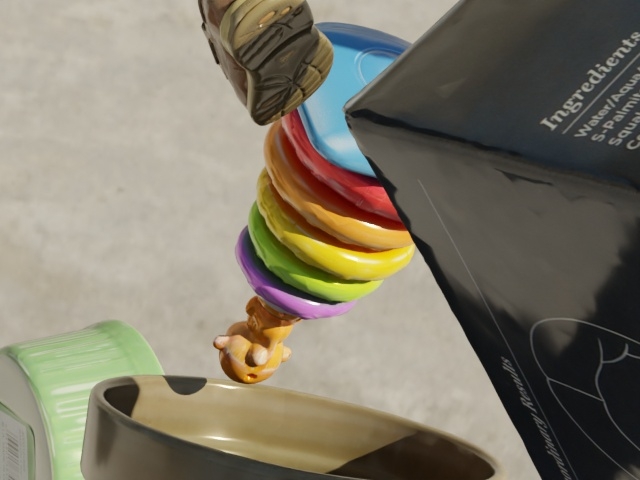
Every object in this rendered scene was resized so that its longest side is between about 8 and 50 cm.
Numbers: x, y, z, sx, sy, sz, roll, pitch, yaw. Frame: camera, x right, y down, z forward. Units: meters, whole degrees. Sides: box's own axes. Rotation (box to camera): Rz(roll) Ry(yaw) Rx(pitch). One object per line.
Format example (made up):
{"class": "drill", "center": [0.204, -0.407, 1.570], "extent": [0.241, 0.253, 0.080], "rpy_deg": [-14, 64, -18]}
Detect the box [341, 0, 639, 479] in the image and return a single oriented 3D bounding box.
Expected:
{"class": "box", "center": [0.252, 0.025, 0.632], "extent": [0.212, 0.293, 0.395], "rpy_deg": [-44, 35, -20]}

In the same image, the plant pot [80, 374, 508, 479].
{"class": "plant pot", "center": [-0.040, 0.274, 1.164], "extent": [0.323, 0.280, 0.323], "rpy_deg": [10, 3, -1]}

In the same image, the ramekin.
{"class": "ramekin", "center": [-0.288, 0.248, 1.750], "extent": [0.148, 0.303, 0.303], "rpy_deg": [-5, 46, -32]}

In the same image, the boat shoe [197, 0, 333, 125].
{"class": "boat shoe", "center": [-0.035, -0.122, 0.905], "extent": [0.064, 0.178, 0.060], "rpy_deg": [-36, 74, -4]}

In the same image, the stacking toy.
{"class": "stacking toy", "center": [0.000, 0.000, 1.163], "extent": [0.175, 0.302, 0.165], "rpy_deg": [13, 36, -26]}
